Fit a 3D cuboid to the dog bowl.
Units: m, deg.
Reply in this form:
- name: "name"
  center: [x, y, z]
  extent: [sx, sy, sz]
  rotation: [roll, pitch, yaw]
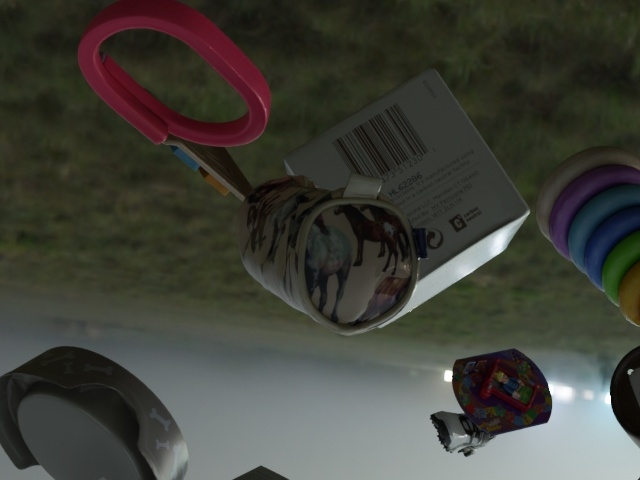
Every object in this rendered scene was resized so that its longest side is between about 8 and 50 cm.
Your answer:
- name: "dog bowl"
  center: [-0.362, 0.316, 1.842]
  extent: [0.349, 0.348, 0.102]
  rotation: [4, -143, 34]

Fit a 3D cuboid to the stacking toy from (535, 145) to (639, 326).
- name: "stacking toy"
  center: [0.356, 0.040, 1.245]
  extent: [0.141, 0.141, 0.330]
  rotation: [10, -147, -25]

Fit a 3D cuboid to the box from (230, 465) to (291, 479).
- name: "box"
  center: [-0.085, 0.531, 2.070]
  extent: [0.182, 0.181, 0.119]
  rotation: [19, -159, 34]

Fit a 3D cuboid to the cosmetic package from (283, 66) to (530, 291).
- name: "cosmetic package"
  center: [0.158, -0.066, 2.209]
  extent: [0.329, 0.327, 0.393]
  rotation: [-33, 170, -2]

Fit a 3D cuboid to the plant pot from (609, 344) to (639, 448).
- name: "plant pot"
  center: [0.433, 0.184, 1.310]
  extent: [0.215, 0.215, 0.230]
  rotation: [2, 169, 45]

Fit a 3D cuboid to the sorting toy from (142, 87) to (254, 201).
- name: "sorting toy"
  center: [-0.213, -0.153, 1.921]
  extent: [0.208, 0.038, 0.193]
  rotation: [35, -168, -40]

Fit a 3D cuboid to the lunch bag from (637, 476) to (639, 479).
- name: "lunch bag"
  center: [0.623, 0.417, 1.824]
  extent: [0.120, 0.258, 0.293]
  rotation: [32, -166, -13]

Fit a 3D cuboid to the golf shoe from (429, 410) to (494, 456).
- name: "golf shoe"
  center: [0.255, 0.323, 2.015]
  extent: [0.094, 0.077, 0.198]
  rotation: [-29, 158, 15]

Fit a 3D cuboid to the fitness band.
- name: "fitness band"
  center: [-0.197, -0.223, 1.592]
  extent: [0.209, 0.054, 0.291]
  rotation: [-17, 139, 32]

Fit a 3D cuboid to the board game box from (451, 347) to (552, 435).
- name: "board game box"
  center: [0.285, 0.223, 1.766]
  extent: [0.169, 0.133, 0.033]
  rotation: [-8, 148, -26]

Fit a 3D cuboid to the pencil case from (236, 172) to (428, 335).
- name: "pencil case"
  center: [0.000, 0.000, 1.502]
  extent: [0.160, 0.183, 0.410]
  rotation: [19, -179, -16]
